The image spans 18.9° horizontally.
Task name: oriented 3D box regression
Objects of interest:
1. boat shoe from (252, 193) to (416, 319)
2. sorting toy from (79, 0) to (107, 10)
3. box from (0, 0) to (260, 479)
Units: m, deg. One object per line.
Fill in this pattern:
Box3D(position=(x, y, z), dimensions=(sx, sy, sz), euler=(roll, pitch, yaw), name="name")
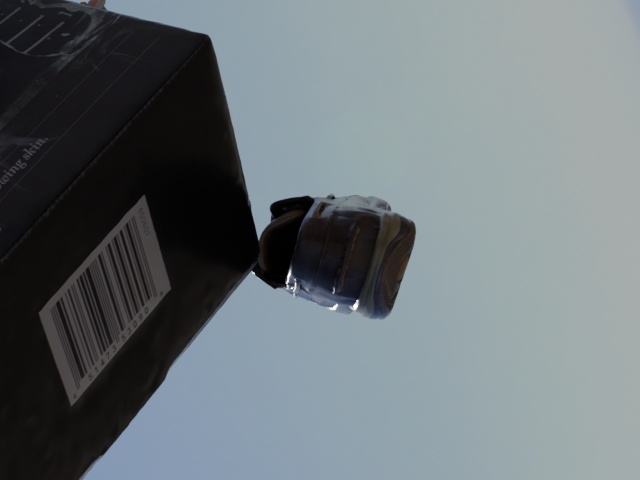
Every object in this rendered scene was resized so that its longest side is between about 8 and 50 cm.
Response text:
Box3D(position=(0.000, 0.000, 1.975), dimensions=(0.355, 0.130, 0.132), euler=(174, 114, -79), name="boat shoe")
Box3D(position=(-0.247, -0.208, 2.056), dimensions=(0.075, 0.045, 0.083), euler=(-64, -30, -22), name="sorting toy")
Box3D(position=(-0.390, 0.004, 1.785), dimensions=(0.480, 0.472, 0.297), euler=(-52, -35, -37), name="box")
